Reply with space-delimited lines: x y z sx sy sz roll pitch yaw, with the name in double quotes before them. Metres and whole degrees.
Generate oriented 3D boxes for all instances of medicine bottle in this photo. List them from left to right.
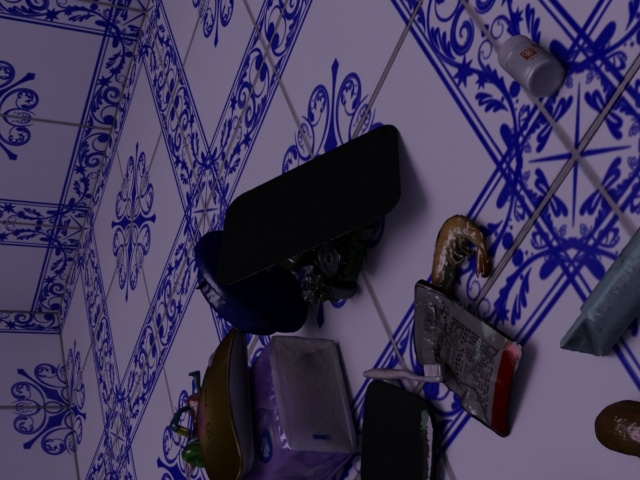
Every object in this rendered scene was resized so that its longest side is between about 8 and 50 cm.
"medicine bottle" 0.286 -0.238 1.284 0.089 0.057 0.057 59 136 50

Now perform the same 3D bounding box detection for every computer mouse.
"computer mouse" -0.180 0.308 1.753 0.158 0.072 0.310 126 147 -44

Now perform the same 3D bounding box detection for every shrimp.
"shrimp" 0.210 0.052 1.418 0.124 0.034 0.178 21 102 56

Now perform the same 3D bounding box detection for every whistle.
"whistle" 0.372 0.021 1.067 0.312 0.062 0.062 -64 34 35

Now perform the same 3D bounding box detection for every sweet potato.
"sweet potato" 0.370 0.211 1.037 0.226 0.068 0.068 -14 73 61

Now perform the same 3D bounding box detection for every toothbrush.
"toothbrush" 0.128 0.212 1.517 0.307 0.025 0.029 160 105 -69

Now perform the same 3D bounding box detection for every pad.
"pad" -0.012 -0.024 1.637 0.375 0.063 0.315 -24 37 24

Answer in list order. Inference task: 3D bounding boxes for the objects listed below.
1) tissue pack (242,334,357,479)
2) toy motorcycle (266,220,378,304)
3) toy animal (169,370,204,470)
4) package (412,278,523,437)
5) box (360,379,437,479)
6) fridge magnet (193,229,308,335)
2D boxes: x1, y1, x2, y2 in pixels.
"tissue pack" -0.081 0.369 1.789 0.338 0.160 0.242 124 146 -43
"toy motorcycle" 0.000 0.000 1.736 0.275 0.127 0.205 49 132 51
"toy animal" -0.242 0.346 1.860 0.100 0.103 0.208 -42 32 46
"package" 0.205 0.169 1.373 0.239 0.030 0.154 40 134 55
"box" 0.127 0.336 1.519 0.212 0.042 0.201 6 91 62
"fridge magnet" -0.138 0.086 1.846 0.112 0.265 0.265 -50 40 22
